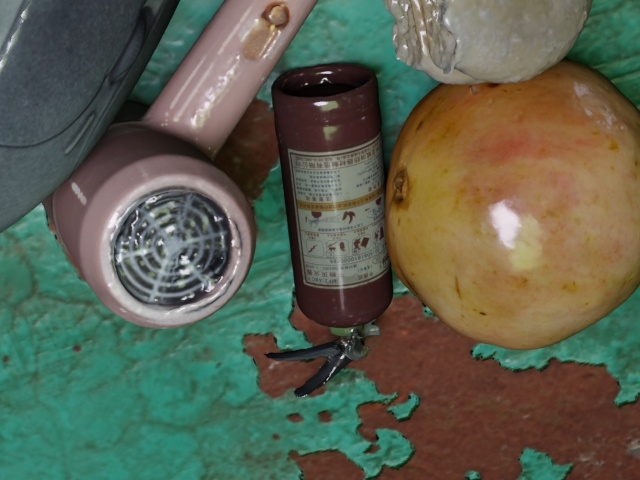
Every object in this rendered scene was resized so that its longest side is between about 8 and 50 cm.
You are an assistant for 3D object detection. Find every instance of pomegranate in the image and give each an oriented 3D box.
[{"bbox_3d":[0.134,-0.025,0.849,0.191,0.191,0.191,-2,116,-5],"label":"pomegranate"}]

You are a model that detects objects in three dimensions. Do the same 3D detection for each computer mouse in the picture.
[{"bbox_3d":[-0.147,-0.092,0.708,0.379,0.167,0.090,-42,80,7],"label":"computer mouse"}]

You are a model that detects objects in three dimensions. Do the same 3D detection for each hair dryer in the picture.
[{"bbox_3d":[-0.045,-0.120,0.802,0.106,0.189,0.344,31,93,-25],"label":"hair dryer"}]

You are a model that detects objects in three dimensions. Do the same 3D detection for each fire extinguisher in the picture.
[{"bbox_3d":[0.000,0.000,0.902,0.099,0.071,0.231,-14,118,-20],"label":"fire extinguisher"}]

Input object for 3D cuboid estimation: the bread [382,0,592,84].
[{"bbox_3d":[0.104,-0.263,0.749,0.183,0.102,0.337,-15,103,-14],"label":"bread"}]
